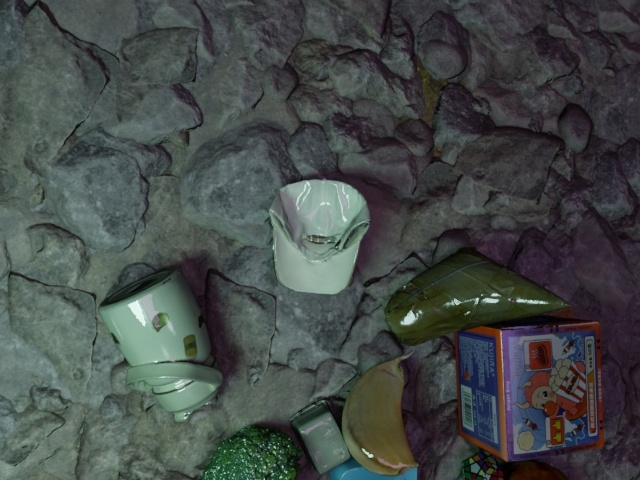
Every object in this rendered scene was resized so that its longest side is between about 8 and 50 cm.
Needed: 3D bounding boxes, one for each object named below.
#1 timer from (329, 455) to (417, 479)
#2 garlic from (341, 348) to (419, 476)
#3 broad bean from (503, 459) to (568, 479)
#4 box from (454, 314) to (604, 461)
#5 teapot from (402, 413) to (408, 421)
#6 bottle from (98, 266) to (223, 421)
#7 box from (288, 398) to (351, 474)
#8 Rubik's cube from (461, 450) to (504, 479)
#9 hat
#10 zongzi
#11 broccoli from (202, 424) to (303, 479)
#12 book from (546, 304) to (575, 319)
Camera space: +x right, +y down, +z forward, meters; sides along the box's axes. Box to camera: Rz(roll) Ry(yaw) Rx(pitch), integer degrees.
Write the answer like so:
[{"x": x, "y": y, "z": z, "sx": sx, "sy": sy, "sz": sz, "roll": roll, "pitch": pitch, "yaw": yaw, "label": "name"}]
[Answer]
[{"x": 0.150, "y": 0.708, "z": 1.543, "sx": 0.231, "sy": 0.091, "sz": 0.250, "roll": -6, "pitch": 93, "yaw": -18, "label": "timer"}, {"x": 0.161, "y": 0.453, "z": 1.513, "sx": 0.196, "sy": 0.151, "sz": 0.339, "roll": -5, "pitch": 49, "yaw": 13, "label": "garlic"}, {"x": 0.630, "y": 0.726, "z": 1.670, "sx": 0.228, "sy": 0.122, "sz": 0.156, "roll": 19, "pitch": 80, "yaw": -12, "label": "broad bean"}, {"x": 0.578, "y": 0.394, "z": 1.600, "sx": 0.318, "sy": 0.257, "sz": 0.349, "roll": 0, "pitch": 88, "yaw": -16, "label": "box"}, {"x": 0.212, "y": 0.525, "z": 1.578, "sx": 0.110, "sy": 0.085, "sz": 0.080, "roll": -17, "pitch": 111, "yaw": -41, "label": "teapot"}, {"x": -0.361, "y": 0.264, "z": 1.349, "sx": 0.229, "sy": 0.229, "sz": 0.352, "roll": -25, "pitch": 102, "yaw": -17, "label": "bottle"}, {"x": 0.005, "y": 0.522, "z": 1.499, "sx": 0.123, "sy": 0.093, "sz": 0.172, "roll": -27, "pitch": 95, "yaw": -12, "label": "box"}, {"x": 0.461, "y": 0.668, "z": 1.625, "sx": 0.112, "sy": 0.133, "sz": 0.133, "roll": -40, "pitch": 100, "yaw": -41, "label": "Rubik's cube"}, {"x": 0.000, "y": -0.002, "z": 1.516, "sx": 0.257, "sy": 0.168, "sz": 0.302, "roll": 7, "pitch": 110, "yaw": 5, "label": "hat"}, {"x": 0.379, "y": 0.184, "z": 1.489, "sx": 0.355, "sy": 0.393, "sz": 0.174, "roll": -32, "pitch": 116, "yaw": -12, "label": "zongzi"}, {"x": -0.159, "y": 0.588, "z": 1.398, "sx": 0.242, "sy": 0.261, "sz": 0.269, "roll": 65, "pitch": 32, "yaw": -28, "label": "broccoli"}, {"x": 0.764, "y": 0.302, "z": 1.787, "sx": 0.118, "sy": 0.012, "sz": 0.172, "roll": -18, "pitch": 92, "yaw": -17, "label": "book"}]
